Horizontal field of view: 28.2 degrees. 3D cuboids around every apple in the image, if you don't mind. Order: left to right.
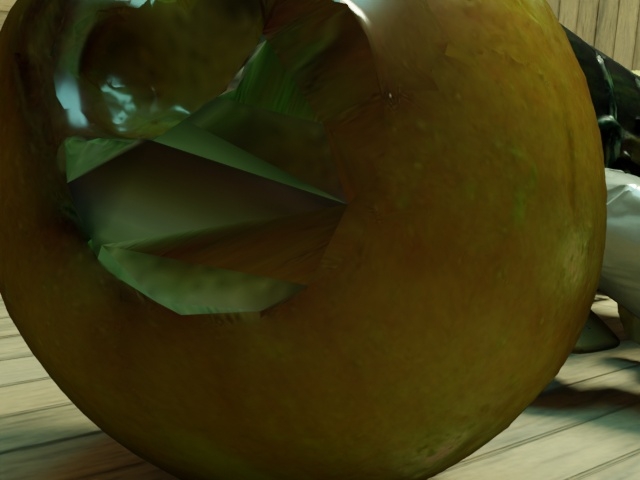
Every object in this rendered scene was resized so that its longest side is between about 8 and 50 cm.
[{"bbox_3d":[-0.025,-0.042,0.724,0.374,0.384,0.374,-25,-17,-8],"label":"apple"}]

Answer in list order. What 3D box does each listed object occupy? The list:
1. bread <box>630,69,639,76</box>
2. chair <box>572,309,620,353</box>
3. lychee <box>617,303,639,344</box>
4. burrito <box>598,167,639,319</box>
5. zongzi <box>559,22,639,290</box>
[{"bbox_3d":[0.385,-0.088,1.688,0.207,0.279,0.279,1,9,-21],"label":"bread"},{"bbox_3d":[0.119,0.039,1.093,0.159,0.172,0.247,-3,55,-47],"label":"chair"},{"bbox_3d":[0.445,-0.008,1.141,0.320,0.270,0.270,10,8,4],"label":"lychee"},{"bbox_3d":[0.359,0.070,0.956,0.101,0.139,0.445,-42,50,-21],"label":"burrito"},{"bbox_3d":[0.247,-0.088,1.366,0.383,0.319,0.362,-4,16,-42],"label":"zongzi"}]
